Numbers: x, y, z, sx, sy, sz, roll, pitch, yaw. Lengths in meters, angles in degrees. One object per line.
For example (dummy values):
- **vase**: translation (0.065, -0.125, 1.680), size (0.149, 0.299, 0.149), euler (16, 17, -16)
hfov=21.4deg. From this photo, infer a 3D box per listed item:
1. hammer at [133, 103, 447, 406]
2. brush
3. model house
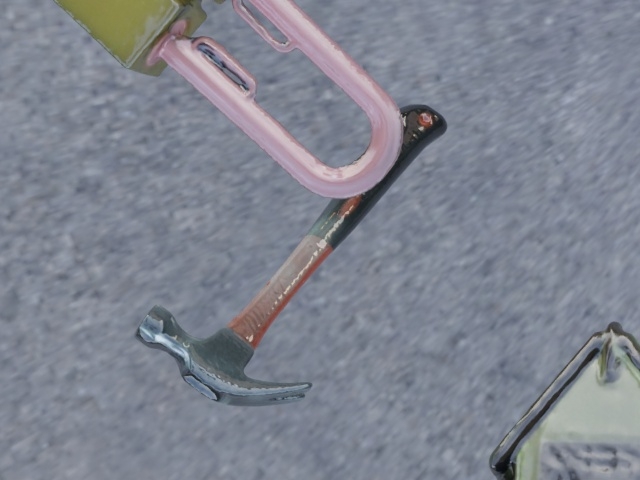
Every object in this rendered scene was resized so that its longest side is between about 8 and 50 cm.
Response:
- **hammer**: translation (0.000, 0.000, 1.140), size (0.111, 0.287, 0.033), euler (39, 146, 0)
- **brush**: translation (-0.048, -0.109, 0.864), size (0.233, 0.047, 0.103), euler (44, 97, 14)
- **model house**: translation (0.228, 0.121, 1.125), size (0.205, 0.218, 0.278), euler (3, 68, 17)
